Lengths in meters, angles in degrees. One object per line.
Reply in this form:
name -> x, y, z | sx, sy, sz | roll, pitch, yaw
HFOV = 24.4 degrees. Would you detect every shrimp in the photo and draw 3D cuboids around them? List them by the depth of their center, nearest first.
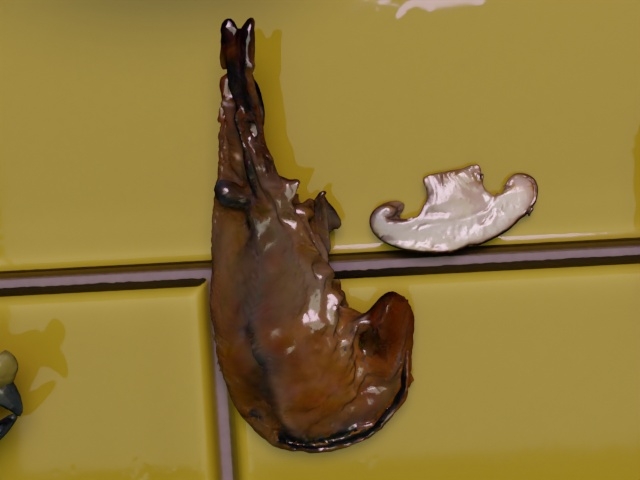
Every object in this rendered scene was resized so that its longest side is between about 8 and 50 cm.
shrimp -> -0.008, -0.003, 0.853 | 0.117, 0.066, 0.262 | -5, 110, -11

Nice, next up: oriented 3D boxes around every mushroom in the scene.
mushroom -> 0.079, -0.018, 0.866 | 0.101, 0.019, 0.049 | -11, 96, 2

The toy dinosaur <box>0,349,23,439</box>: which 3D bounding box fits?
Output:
toy dinosaur -> -0.295, 0.127, 0.874 | 0.153, 0.094, 0.259 | 41, 105, 2
